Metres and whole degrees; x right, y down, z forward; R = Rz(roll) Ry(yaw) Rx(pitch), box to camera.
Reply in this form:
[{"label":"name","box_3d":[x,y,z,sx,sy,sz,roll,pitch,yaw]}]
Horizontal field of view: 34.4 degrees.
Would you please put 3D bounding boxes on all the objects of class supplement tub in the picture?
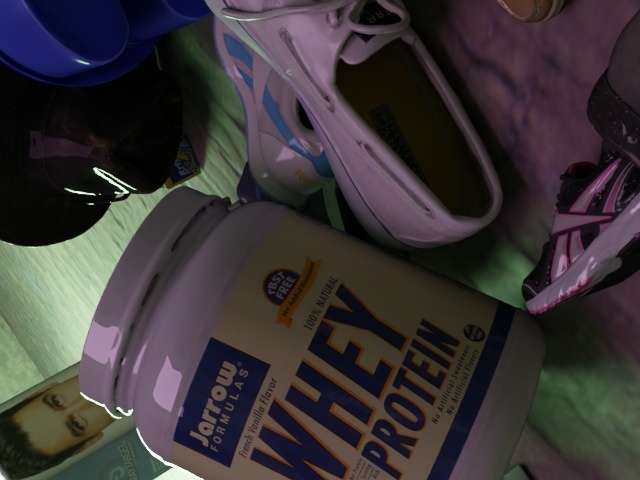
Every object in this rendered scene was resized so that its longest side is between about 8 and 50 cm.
[{"label":"supplement tub","box_3d":[-0.006,0.108,0.852,0.325,0.235,0.235,24,147,7]}]

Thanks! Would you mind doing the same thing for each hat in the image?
[{"label":"hat","box_3d":[-0.235,-0.119,1.149,0.134,0.331,0.331,20,140,20]}]

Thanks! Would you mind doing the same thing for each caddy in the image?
[{"label":"caddy","box_3d":[-0.244,-0.315,0.982,0.179,0.241,0.341,10,125,52]}]

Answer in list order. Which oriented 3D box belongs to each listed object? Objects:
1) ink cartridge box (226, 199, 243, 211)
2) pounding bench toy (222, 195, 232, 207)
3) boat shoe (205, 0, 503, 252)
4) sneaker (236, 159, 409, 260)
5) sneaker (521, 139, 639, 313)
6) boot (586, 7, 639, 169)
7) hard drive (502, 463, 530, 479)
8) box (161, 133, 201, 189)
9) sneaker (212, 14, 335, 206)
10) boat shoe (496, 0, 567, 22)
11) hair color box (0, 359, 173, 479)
[{"label":"ink cartridge box","box_3d":[-0.091,-0.004,1.128,0.063,0.150,0.109,57,155,-1]},{"label":"pounding bench toy","box_3d":[-0.099,-0.017,1.228,0.083,0.052,0.065,60,167,1]},{"label":"boat shoe","box_3d":[0.025,-0.155,0.765,0.367,0.136,0.156,61,156,-8]},{"label":"sneaker","box_3d":[0.001,-0.001,1.017,0.163,0.086,0.226,19,126,45]},{"label":"sneaker","box_3d":[0.188,-0.014,0.705,0.077,0.072,0.178,65,150,19]},{"label":"boot","box_3d":[0.245,-0.067,0.512,0.246,0.083,0.161,45,146,27]},{"label":"hard drive","box_3d":[0.232,0.381,1.057,0.307,0.040,0.203,57,155,7]},{"label":"box","box_3d":[-0.223,-0.105,1.384,0.169,0.054,0.059,6,122,60]},{"label":"sneaker","box_3d":[-0.027,-0.148,0.914,0.092,0.087,0.228,-34,63,37]},{"label":"boat shoe","box_3d":[0.086,-0.216,0.656,0.190,0.072,0.068,60,155,2]},{"label":"hair color box","box_3d":[-0.286,0.252,1.499,0.185,0.375,0.113,35,145,43]}]
